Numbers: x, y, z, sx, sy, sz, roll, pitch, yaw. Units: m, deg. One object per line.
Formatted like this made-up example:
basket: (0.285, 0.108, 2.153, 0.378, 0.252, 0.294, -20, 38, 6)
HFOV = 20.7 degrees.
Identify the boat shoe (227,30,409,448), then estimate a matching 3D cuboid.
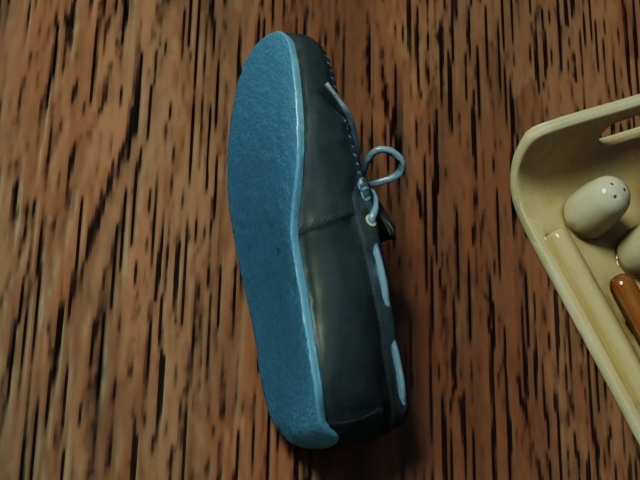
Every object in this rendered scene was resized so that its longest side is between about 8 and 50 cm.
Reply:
boat shoe: (0.000, 0.000, 1.091, 0.089, 0.109, 0.258, 1, 81, -32)

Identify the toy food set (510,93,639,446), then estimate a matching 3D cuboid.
toy food set: (0.289, 0.033, 1.194, 0.219, 0.092, 0.306, -18, 74, -30)
